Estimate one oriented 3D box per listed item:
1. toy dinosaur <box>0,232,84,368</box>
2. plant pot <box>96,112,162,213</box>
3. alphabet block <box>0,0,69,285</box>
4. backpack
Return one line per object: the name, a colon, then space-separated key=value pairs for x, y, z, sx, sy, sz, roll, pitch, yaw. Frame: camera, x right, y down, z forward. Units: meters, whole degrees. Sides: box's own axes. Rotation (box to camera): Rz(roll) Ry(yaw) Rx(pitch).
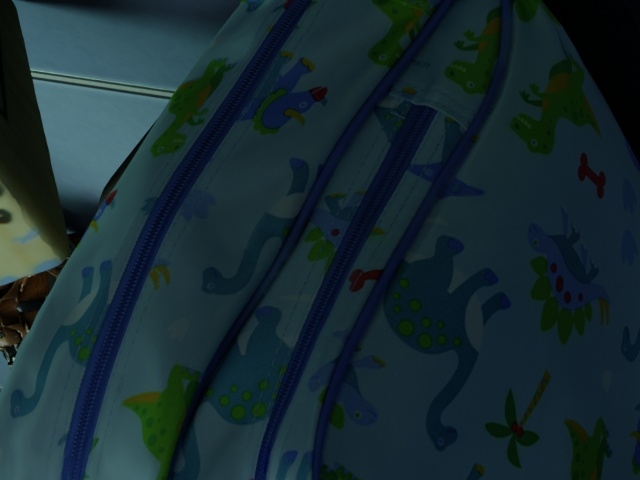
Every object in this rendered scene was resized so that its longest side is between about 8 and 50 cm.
toy dinosaur: x=-0.289 y=0.035 z=1.586 sx=0.322 sy=0.218 sz=0.164 roll=-3 pitch=106 yaw=54
plant pot: x=-0.052 y=0.123 z=1.126 sx=0.323 sy=0.280 sz=0.323 roll=37 pitch=-158 yaw=-18
alphabet block: x=-0.267 y=-0.077 z=1.064 sx=0.192 sy=0.193 sz=0.197 roll=-19 pitch=156 yaw=3
backpack: x=0.019 y=0.055 z=0.800 sx=0.273 sy=0.355 sz=0.290 roll=25 pitch=151 yaw=44
